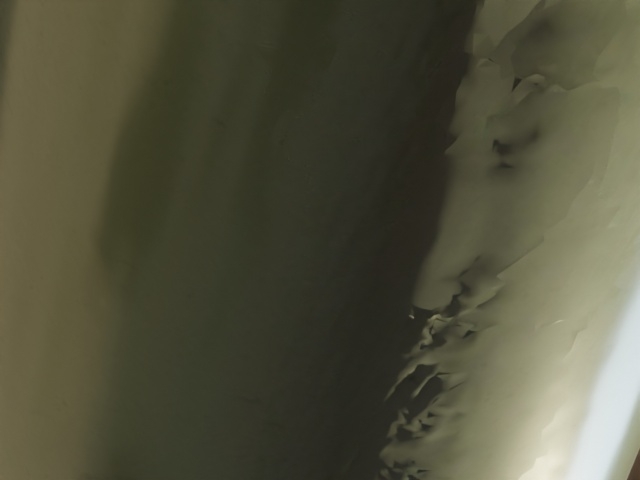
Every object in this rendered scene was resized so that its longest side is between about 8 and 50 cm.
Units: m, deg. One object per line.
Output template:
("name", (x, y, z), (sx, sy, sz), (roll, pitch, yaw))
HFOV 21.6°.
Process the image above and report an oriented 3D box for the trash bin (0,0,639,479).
("trash bin", (0.000, 0.000, 0.588), (0.432, 0.280, 0.280), (104, -33, -43))
